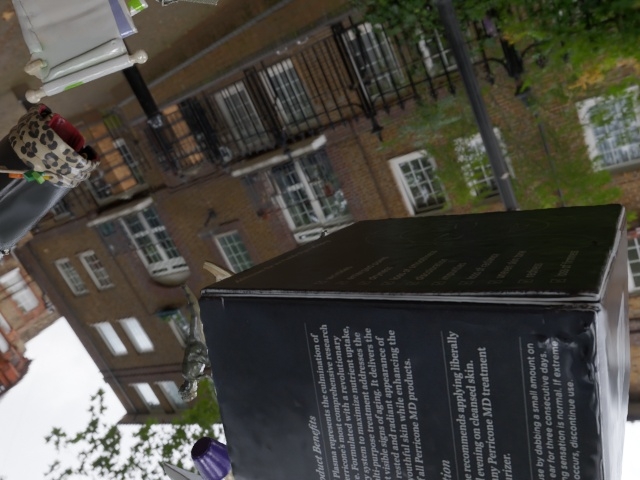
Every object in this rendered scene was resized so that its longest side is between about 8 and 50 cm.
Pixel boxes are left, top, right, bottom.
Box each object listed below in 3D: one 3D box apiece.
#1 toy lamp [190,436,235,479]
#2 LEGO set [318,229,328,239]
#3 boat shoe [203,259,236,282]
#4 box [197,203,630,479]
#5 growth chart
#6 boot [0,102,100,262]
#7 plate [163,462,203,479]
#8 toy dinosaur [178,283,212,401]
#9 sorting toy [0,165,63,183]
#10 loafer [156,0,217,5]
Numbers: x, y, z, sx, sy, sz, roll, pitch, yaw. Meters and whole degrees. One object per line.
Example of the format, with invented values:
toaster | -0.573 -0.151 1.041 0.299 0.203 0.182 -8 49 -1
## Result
toy lamp | -0.164 0.491 1.097 0.080 0.274 0.080 -25 -149 16
LEGO set | 0.001 0.000 1.592 0.054 0.023 0.083 -48 -161 41
boat shoe | -0.240 0.109 1.402 0.059 0.170 0.063 -60 165 0
box | 0.174 0.138 0.792 0.472 0.297 0.480 0 -167 32
growth chart | -0.287 -0.294 0.633 0.172 0.237 0.021 -15 177 1
boot | -0.492 -0.078 0.859 0.284 0.138 0.377 -45 -159 -3
plate | -0.273 0.707 1.482 0.278 0.277 0.045 2 -121 49
toy dinosaur | -0.235 0.220 1.130 0.118 0.268 0.064 0 -167 -24
sorting toy | -0.312 -0.070 0.579 0.062 0.012 0.083 7 -176 -21
loafer | -0.258 -0.574 1.208 0.251 0.087 0.094 -34 -175 -26
